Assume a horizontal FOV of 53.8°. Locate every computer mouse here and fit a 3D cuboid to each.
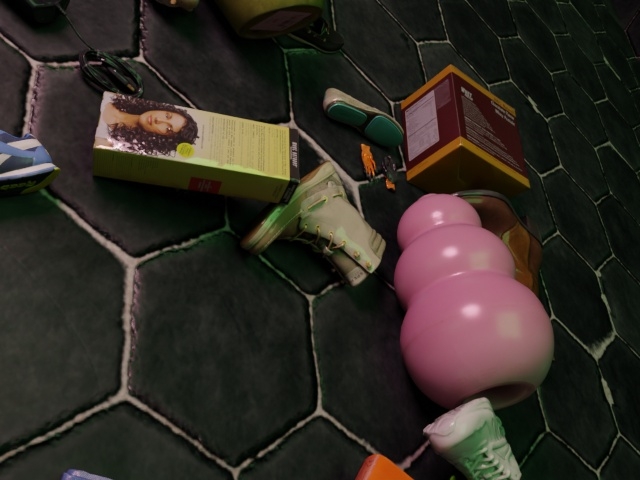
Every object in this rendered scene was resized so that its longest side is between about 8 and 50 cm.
[{"bbox_3d":[-0.308,-0.261,0.759,0.242,0.041,0.071,51,50,-16],"label":"computer mouse"}]

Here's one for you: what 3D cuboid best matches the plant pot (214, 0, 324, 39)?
[{"bbox_3d":[-0.095,-0.468,0.940,0.274,0.274,0.294,-18,94,-47],"label":"plant pot"}]

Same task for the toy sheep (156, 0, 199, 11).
[{"bbox_3d":[-0.211,-0.375,0.883,0.091,0.091,0.132,-20,67,-48],"label":"toy sheep"}]

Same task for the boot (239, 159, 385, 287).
[{"bbox_3d":[0.000,0.000,0.855,0.165,0.077,0.213,53,41,-8],"label":"boot"}]

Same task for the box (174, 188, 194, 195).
[{"bbox_3d":[-0.169,-0.101,0.798,0.067,0.018,0.083,-19,79,-47],"label":"box"}]

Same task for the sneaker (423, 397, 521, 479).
[{"bbox_3d":[0.210,0.276,0.805,0.232,0.090,0.115,36,24,-53],"label":"sneaker"}]

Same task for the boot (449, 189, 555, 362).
[{"bbox_3d":[0.310,0.069,1.119,0.264,0.096,0.281,27,56,-39],"label":"boot"}]

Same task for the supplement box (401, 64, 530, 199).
[{"bbox_3d":[0.266,-0.180,1.173,0.191,0.129,0.194,23,52,-32],"label":"supplement box"}]

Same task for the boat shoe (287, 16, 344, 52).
[{"bbox_3d":[-0.003,-0.364,1.101,0.133,0.042,0.049,6,60,-43],"label":"boat shoe"}]

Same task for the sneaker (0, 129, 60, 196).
[{"bbox_3d":[-0.329,-0.074,0.608,0.144,0.053,0.059,-16,78,-56],"label":"sneaker"}]

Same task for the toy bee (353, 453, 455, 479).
[{"bbox_3d":[0.145,0.385,0.720,0.195,0.162,0.298,-21,56,-40],"label":"toy bee"}]

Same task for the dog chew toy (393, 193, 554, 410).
[{"bbox_3d":[0.200,0.072,0.914,0.206,0.206,0.332,18,47,-35],"label":"dog chew toy"}]

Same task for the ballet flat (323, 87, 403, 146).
[{"bbox_3d":[0.076,-0.214,1.073,0.168,0.057,0.052,22,42,-33],"label":"ballet flat"}]

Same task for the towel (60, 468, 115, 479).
[{"bbox_3d":[-0.130,0.341,0.553,0.285,0.034,0.209,30,50,-24],"label":"towel"}]

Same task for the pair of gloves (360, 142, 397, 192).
[{"bbox_3d":[0.101,-0.124,1.072,0.083,0.010,0.074,21,53,-35],"label":"pair of gloves"}]

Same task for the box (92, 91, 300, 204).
[{"bbox_3d":[-0.142,-0.105,0.742,0.232,0.058,0.087,7,58,-18],"label":"box"}]
